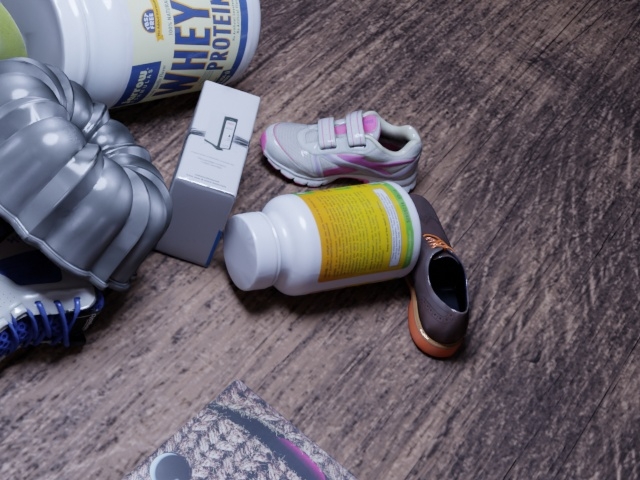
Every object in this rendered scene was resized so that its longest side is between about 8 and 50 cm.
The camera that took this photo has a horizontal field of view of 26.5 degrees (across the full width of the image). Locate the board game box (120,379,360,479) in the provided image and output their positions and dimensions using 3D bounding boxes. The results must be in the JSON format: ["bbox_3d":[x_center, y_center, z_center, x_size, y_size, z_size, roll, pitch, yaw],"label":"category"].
[{"bbox_3d":[-0.109,0.332,1.468,0.232,0.141,0.291,37,43,12],"label":"board game box"}]

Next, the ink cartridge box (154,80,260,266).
[{"bbox_3d":[-0.153,-0.092,1.837,0.086,0.148,0.203,17,45,-7],"label":"ink cartridge box"}]

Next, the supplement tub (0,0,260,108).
[{"bbox_3d":[-0.272,-0.308,1.907,0.325,0.235,0.235,-18,59,-39],"label":"supplement tub"}]

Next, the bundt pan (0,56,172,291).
[{"bbox_3d":[-0.307,-0.098,1.666,0.331,0.124,0.331,46,9,-9],"label":"bundt pan"}]

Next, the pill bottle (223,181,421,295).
[{"bbox_3d":[0.000,0.000,1.828,0.246,0.136,0.136,-9,54,-30],"label":"pill bottle"}]

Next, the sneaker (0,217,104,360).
[{"bbox_3d":[-0.359,0.083,1.604,0.182,0.127,0.315,22,43,-1],"label":"sneaker"}]

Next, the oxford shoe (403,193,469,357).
[{"bbox_3d":[0.163,0.027,1.900,0.097,0.098,0.271,4,49,-21],"label":"oxford shoe"}]

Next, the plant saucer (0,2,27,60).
[{"bbox_3d":[-0.499,-0.265,1.779,0.241,0.241,0.037,26,52,1],"label":"plant saucer"}]

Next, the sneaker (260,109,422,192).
[{"bbox_3d":[0.038,-0.145,1.993,0.252,0.111,0.103,5,49,-20],"label":"sneaker"}]
